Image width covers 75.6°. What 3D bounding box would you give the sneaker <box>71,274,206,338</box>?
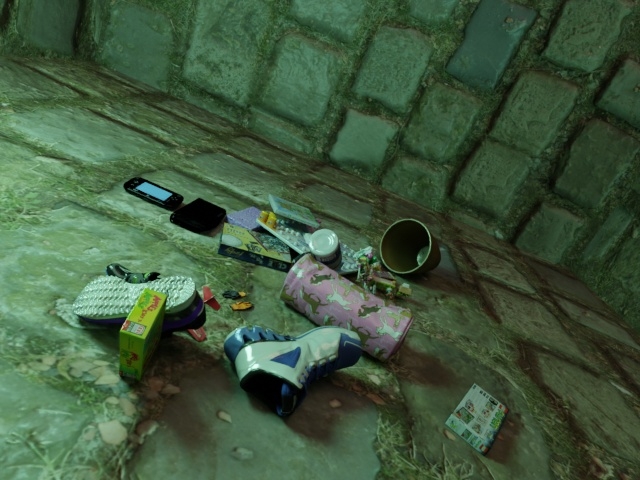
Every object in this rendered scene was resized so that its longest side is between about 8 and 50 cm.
[{"bbox_3d":[-0.378,0.156,0.880,0.293,0.146,0.102,-1,47,15],"label":"sneaker"}]

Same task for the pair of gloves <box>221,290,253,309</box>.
[{"bbox_3d":[-0.229,0.164,1.144,0.074,0.010,0.083,2,30,-43],"label":"pair of gloves"}]

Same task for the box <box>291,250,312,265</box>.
[{"bbox_3d":[-0.046,0.088,1.398,0.052,0.062,0.083,-10,68,-55],"label":"box"}]

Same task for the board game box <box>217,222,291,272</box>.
[{"bbox_3d":[-0.226,0.023,1.427,0.243,0.042,0.165,17,23,-16],"label":"board game box"}]

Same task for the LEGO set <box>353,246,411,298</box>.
[{"bbox_3d":[0.207,0.156,1.495,0.287,0.132,0.107,45,35,-26],"label":"LEGO set"}]

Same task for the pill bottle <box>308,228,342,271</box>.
[{"bbox_3d":[0.020,0.042,1.319,0.094,0.094,0.169,34,-18,23],"label":"pill bottle"}]

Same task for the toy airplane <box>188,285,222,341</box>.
[{"bbox_3d":[-0.301,0.159,0.981,0.151,0.028,0.151,11,65,-24],"label":"toy airplane"}]

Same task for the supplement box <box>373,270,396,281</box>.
[{"bbox_3d":[0.245,0.150,1.615,0.083,0.043,0.055,12,25,-29],"label":"supplement box"}]

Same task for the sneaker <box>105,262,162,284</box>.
[{"bbox_3d":[-0.427,0.099,0.998,0.188,0.078,0.067,26,20,4],"label":"sneaker"}]

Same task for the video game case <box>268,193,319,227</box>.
[{"bbox_3d":[-0.114,-0.124,1.711,0.193,0.023,0.212,19,16,-21],"label":"video game case"}]

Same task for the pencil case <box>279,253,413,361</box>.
[{"bbox_3d":[0.069,0.189,1.197,0.386,0.160,0.167,29,12,13],"label":"pencil case"}]

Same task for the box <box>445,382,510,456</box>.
[{"bbox_3d":[0.418,0.464,1.086,0.114,0.036,0.207,36,25,27],"label":"box"}]

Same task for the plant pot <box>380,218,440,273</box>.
[{"bbox_3d":[0.430,0.050,1.829,0.254,0.237,0.237,20,18,-49],"label":"plant pot"}]

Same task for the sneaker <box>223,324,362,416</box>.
[{"bbox_3d":[-0.049,0.293,0.910,0.316,0.127,0.182,6,31,-24],"label":"sneaker"}]

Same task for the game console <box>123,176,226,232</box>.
[{"bbox_3d":[-0.529,-0.134,1.475,0.361,0.044,0.213,23,22,0],"label":"game console"}]

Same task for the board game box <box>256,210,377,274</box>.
[{"bbox_3d":[0.000,0.000,1.637,0.390,0.050,0.390,34,17,25],"label":"board game box"}]

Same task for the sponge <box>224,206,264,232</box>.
[{"bbox_3d":[-0.273,-0.081,1.630,0.117,0.031,0.210,29,23,12],"label":"sponge"}]

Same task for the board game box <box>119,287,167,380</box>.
[{"bbox_3d":[-0.327,0.176,0.758,0.043,0.181,0.092,20,46,-9],"label":"board game box"}]
